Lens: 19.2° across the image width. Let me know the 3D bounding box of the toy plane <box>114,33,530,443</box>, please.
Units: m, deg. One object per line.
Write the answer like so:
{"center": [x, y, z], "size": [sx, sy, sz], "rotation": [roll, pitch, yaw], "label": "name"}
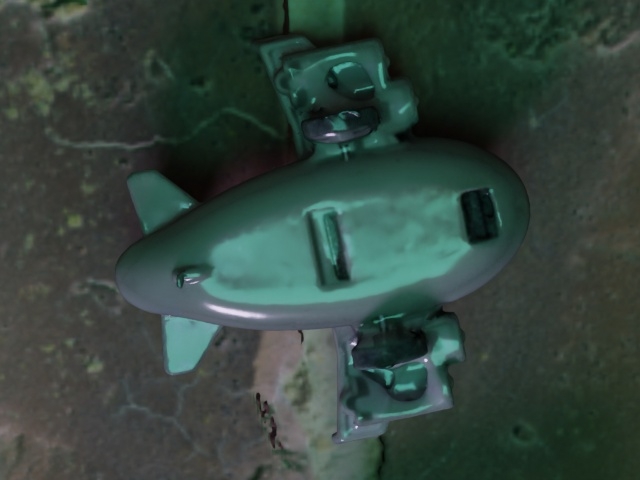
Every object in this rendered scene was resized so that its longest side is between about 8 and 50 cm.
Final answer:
{"center": [0.000, 0.000, 1.129], "size": [0.252, 0.118, 0.252], "rotation": [0, 96, 4], "label": "toy plane"}
